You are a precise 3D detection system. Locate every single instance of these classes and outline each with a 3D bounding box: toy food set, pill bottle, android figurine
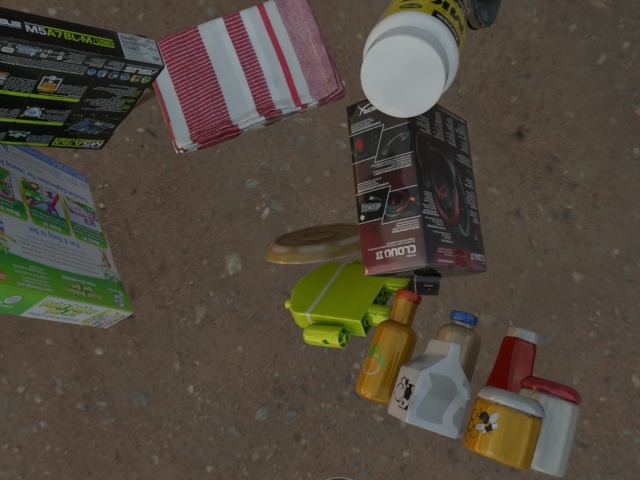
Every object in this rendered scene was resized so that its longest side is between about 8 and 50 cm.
[{"bbox_3d":[0.115,0.097,0.444,0.111,0.232,0.104,21,79,-9],"label":"toy food set"},{"bbox_3d":[0.121,-0.245,0.744,0.119,0.208,0.119,9,128,12],"label":"pill bottle"},{"bbox_3d":[0.050,0.117,1.180,0.273,0.248,0.056,0,126,34],"label":"android figurine"}]

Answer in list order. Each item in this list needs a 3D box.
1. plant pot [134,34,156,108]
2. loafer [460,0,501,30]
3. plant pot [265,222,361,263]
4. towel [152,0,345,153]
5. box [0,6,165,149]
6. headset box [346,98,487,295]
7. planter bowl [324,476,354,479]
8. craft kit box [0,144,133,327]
[{"bbox_3d":[-0.427,-0.355,1.255,0.165,0.167,0.166,-16,96,27],"label":"plant pot"},{"bbox_3d":[0.265,-0.468,0.907,0.084,0.096,0.267,23,128,47],"label":"loafer"},{"bbox_3d":[0.000,0.000,1.202,0.236,0.236,0.032,-6,102,10],"label":"plant pot"},{"bbox_3d":[-0.144,-0.314,1.066,0.329,0.037,0.237,-21,77,-3],"label":"towel"},{"bbox_3d":[-0.304,-0.171,0.659,0.184,0.191,0.045,-31,73,40],"label":"box"},{"bbox_3d":[0.156,-0.061,0.904,0.110,0.218,0.293,-13,78,36],"label":"headset box"},{"bbox_3d":[0.041,0.613,1.300,0.162,0.109,0.162,0,71,0],"label":"planter bowl"},{"bbox_3d":[-0.370,-0.016,0.755,0.061,0.250,0.246,-32,69,7],"label":"craft kit box"}]
